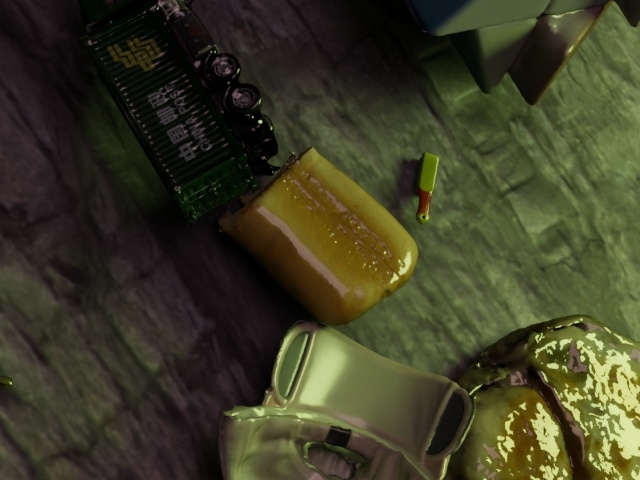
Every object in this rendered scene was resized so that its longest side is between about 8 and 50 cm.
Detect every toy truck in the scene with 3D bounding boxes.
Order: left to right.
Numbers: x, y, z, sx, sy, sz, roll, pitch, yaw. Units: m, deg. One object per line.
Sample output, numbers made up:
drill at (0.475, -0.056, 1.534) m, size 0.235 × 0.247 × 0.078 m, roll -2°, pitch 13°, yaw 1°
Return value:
toy truck at (-0.139, -0.155, 1.613) m, size 0.121 × 0.088 × 0.259 m, roll -30°, pitch 67°, yaw -4°

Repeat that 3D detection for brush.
brush at (0.105, -0.050, 1.743) m, size 0.018 × 0.021 × 0.083 m, roll 18°, pitch 58°, yaw -16°

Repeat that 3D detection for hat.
hat at (0.018, 0.191, 1.585) m, size 0.219 × 0.164 × 0.226 m, roll 24°, pitch 22°, yaw 3°

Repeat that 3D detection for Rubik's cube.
Rubik's cube at (0.205, -0.369, 1.732) m, size 0.368 × 0.358 × 0.387 m, roll -14°, pitch 64°, yaw -30°

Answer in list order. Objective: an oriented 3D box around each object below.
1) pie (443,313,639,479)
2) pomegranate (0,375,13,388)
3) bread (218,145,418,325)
pie at (0.255, 0.227, 1.667) m, size 0.339 × 0.077 × 0.339 m, roll 13°, pitch 61°, yaw -23°
pomegranate at (-0.391, 0.134, 1.375) m, size 0.302 × 0.236 × 0.236 m, roll -16°, pitch 74°, yaw -58°
bread at (-0.001, 0.001, 1.643) m, size 0.173 × 0.085 × 0.134 m, roll 46°, pitch 56°, yaw 2°
